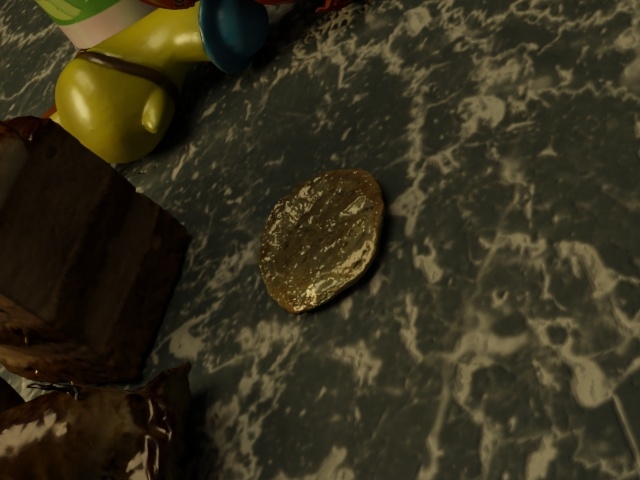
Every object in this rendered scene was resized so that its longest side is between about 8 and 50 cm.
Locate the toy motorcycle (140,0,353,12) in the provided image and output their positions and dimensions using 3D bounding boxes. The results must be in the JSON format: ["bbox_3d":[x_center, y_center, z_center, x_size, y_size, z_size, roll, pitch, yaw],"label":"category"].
[{"bbox_3d":[-0.055,-0.321,1.035,0.298,0.089,0.171,-5,62,-9],"label":"toy motorcycle"}]

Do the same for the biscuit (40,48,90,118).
[{"bbox_3d":[-0.335,-0.201,1.324,0.192,0.036,0.186,-53,37,-4],"label":"biscuit"}]

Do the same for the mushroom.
[{"bbox_3d":[-0.328,0.225,0.780,0.356,0.334,0.331,-24,45,42],"label":"mushroom"}]

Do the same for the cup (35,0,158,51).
[{"bbox_3d":[-0.342,-0.429,1.304,0.253,0.274,0.253,-21,36,17],"label":"cup"}]

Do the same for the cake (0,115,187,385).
[{"bbox_3d":[-0.304,0.004,0.936,0.198,0.293,0.196,-2,58,37],"label":"cake"}]

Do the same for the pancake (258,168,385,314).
[{"bbox_3d":[-0.001,-0.001,0.865,0.151,0.025,0.152,-23,46,27],"label":"pancake"}]

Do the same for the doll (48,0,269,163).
[{"bbox_3d":[-0.213,-0.204,1.132,0.363,0.145,0.199,-36,55,10],"label":"doll"}]
